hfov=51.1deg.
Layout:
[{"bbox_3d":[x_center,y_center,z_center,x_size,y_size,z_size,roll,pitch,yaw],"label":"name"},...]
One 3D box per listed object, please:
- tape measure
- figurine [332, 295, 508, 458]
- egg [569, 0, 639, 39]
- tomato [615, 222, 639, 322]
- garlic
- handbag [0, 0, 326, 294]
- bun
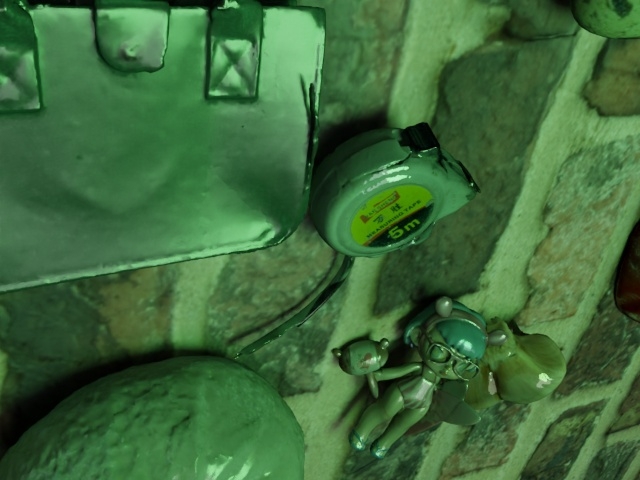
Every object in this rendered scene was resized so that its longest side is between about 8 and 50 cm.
[{"bbox_3d":[0.000,0.000,0.717,0.330,0.084,0.164,-35,136,16],"label":"tape measure"},{"bbox_3d":[0.113,0.177,0.904,0.205,0.103,0.260,32,110,-4],"label":"figurine"},{"bbox_3d":[0.325,-0.270,0.639,0.181,0.141,0.141,-37,136,25],"label":"egg"},{"bbox_3d":[0.632,0.034,1.048,0.338,0.144,0.339,-14,128,-19],"label":"tomato"},{"bbox_3d":[0.259,0.181,0.968,0.174,0.124,0.099,-29,156,29],"label":"garlic"},{"bbox_3d":[-0.161,-0.085,0.539,0.326,0.089,0.239,-8,126,-25],"label":"handbag"},{"bbox_3d":[-0.172,0.300,0.742,0.361,0.211,0.362,-14,127,-19],"label":"bun"}]
